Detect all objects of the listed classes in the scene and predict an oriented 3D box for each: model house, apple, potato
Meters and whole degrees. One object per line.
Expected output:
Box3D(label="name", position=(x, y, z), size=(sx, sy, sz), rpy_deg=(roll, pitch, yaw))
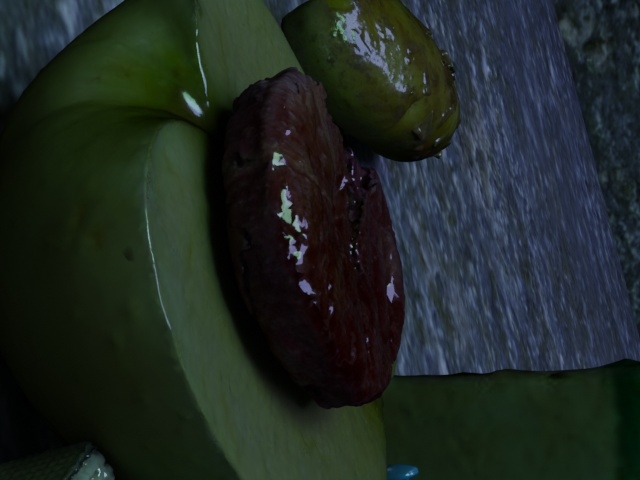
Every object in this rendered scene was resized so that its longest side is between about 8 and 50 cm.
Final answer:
Box3D(label="model house", position=(0.196, 0.321, 1.102), size=(0.342, 0.334, 0.382), rpy_deg=(28, 61, -56))
Box3D(label="apple", position=(-0.051, 0.025, 0.791), size=(0.320, 0.311, 0.360), rpy_deg=(-43, 132, -17))
Box3D(label="potato", position=(0.065, -0.193, 1.348), size=(0.298, 0.141, 0.176), rpy_deg=(37, 34, -54))

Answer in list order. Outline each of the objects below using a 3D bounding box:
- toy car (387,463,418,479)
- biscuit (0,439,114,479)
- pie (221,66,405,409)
Box3D(label="toy car", position=(0.000, 0.234, 0.930), size=(0.098, 0.161, 0.126), rpy_deg=(-15, 90, -55))
Box3D(label="biscuit", position=(-0.191, 0.177, 0.585), size=(0.041, 0.121, 0.199), rpy_deg=(67, 24, -19))
Box3D(label="pie", position=(0.000, 0.000, 0.742), size=(0.219, 0.054, 0.204), rpy_deg=(60, 25, -44))
